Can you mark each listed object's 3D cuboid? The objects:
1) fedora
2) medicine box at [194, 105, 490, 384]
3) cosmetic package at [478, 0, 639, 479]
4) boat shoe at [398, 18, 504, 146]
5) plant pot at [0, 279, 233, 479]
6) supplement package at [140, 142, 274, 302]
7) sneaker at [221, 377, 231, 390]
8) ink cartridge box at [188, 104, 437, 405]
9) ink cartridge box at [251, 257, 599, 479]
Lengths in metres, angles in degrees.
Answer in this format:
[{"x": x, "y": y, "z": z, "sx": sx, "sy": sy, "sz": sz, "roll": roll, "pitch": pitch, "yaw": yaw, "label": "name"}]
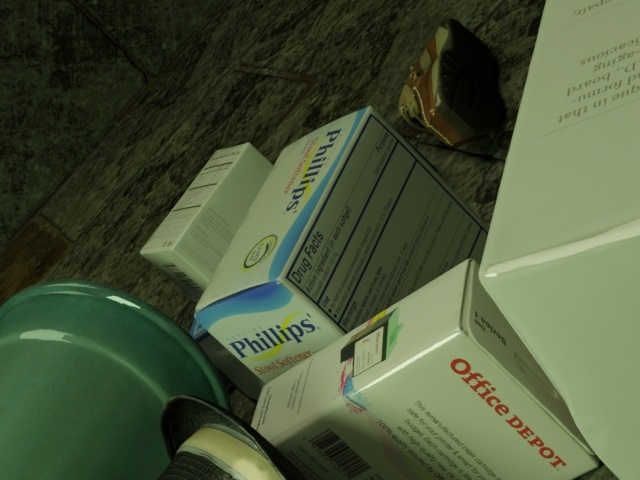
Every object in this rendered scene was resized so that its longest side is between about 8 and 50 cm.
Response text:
[{"x": -0.093, "y": 0.301, "z": 1.496, "sx": 0.152, "sy": 0.334, "sz": 0.334, "roll": -35, "pitch": 15, "yaw": -24, "label": "fedora"}, {"x": 0.054, "y": 0.057, "z": 1.715, "sx": 0.149, "sy": 0.289, "sz": 0.263, "roll": -25, "pitch": 29, "yaw": 45, "label": "medicine box"}, {"x": 0.356, "y": -0.029, "z": 1.168, "sx": 0.327, "sy": 0.329, "sz": 0.393, "roll": -20, "pitch": 32, "yaw": 30, "label": "cosmetic package"}, {"x": 0.174, "y": -0.197, "z": 2.231, "sx": 0.120, "sy": 0.122, "sz": 0.324, "roll": -44, "pitch": 12, "yaw": 23, "label": "boat shoe"}, {"x": -0.324, "y": 0.279, "z": 1.906, "sx": 0.341, "sy": 0.341, "sz": 0.334, "roll": -30, "pitch": 18, "yaw": 37, "label": "plant pot"}, {"x": -0.125, "y": -0.022, "z": 2.058, "sx": 0.179, "sy": 0.105, "sz": 0.105, "roll": -54, "pitch": 21, "yaw": -21, "label": "supplement package"}, {"x": -0.153, "y": 0.182, "z": 2.229, "sx": 0.192, "sy": 0.064, "sz": 0.086, "roll": -42, "pitch": 13, "yaw": 11, "label": "sneaker"}, {"x": 0.000, "y": 0.000, "z": 2.142, "sx": 0.270, "sy": 0.151, "sz": 0.395, "roll": -33, "pitch": 22, "yaw": 31, "label": "ink cartridge box"}, {"x": 0.099, "y": 0.173, "z": 1.534, "sx": 0.278, "sy": 0.201, "sz": 0.117, "roll": -34, "pitch": 24, "yaw": 30, "label": "ink cartridge box"}]
